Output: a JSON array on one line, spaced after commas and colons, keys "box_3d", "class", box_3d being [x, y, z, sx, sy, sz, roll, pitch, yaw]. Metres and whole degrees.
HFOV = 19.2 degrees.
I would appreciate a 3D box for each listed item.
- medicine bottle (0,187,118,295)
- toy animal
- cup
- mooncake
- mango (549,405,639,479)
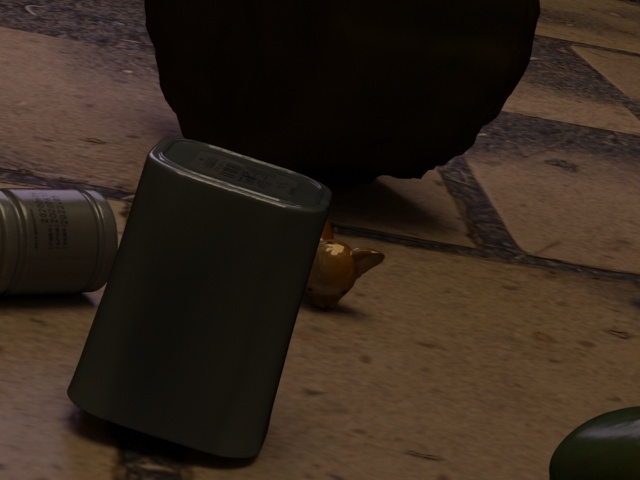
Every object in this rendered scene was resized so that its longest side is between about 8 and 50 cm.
[{"box_3d": [-0.162, 0.001, 1.024, 0.091, 0.058, 0.058, -1, 20, -37], "class": "medicine bottle"}, {"box_3d": [0.000, 0.000, 1.127, 0.060, 0.081, 0.083, 9, -4, -17], "class": "toy animal"}, {"box_3d": [-0.053, 0.025, 0.904, 0.095, 0.129, 0.128, 19, 13, 1], "class": "cup"}, {"box_3d": [0.014, -0.198, 1.373, 0.187, 0.324, 0.324, 6, 16, -31], "class": "mooncake"}, {"box_3d": [0.191, 0.120, 0.822, 0.194, 0.092, 0.130, 11, 13, 28], "class": "mango"}]
